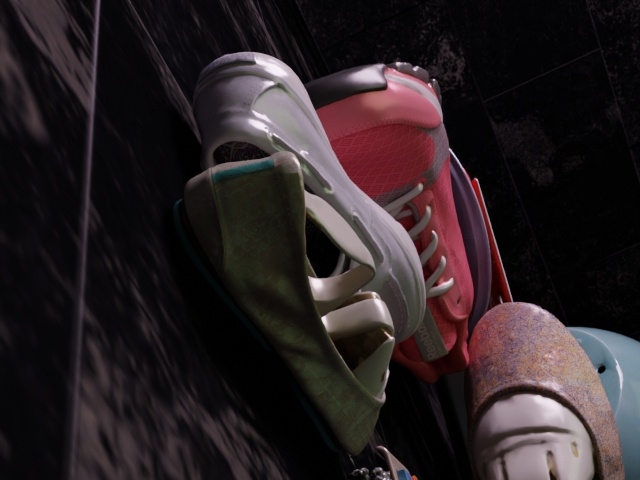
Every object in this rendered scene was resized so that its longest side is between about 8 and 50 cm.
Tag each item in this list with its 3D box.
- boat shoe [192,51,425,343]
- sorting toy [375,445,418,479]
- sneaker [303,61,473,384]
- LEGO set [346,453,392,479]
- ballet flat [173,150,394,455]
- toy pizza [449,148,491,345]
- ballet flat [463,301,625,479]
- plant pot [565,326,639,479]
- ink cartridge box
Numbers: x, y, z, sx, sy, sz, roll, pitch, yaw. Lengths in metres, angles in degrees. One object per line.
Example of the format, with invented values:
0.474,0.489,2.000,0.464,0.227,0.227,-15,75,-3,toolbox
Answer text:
0.000,0.000,0.477,0.063,0.066,0.184,-88,159,-45,boat shoe
0.055,0.149,0.586,0.083,0.012,0.062,54,13,-62,sorting toy
0.054,0.003,0.674,0.314,0.116,0.136,55,14,-63,sneaker
0.028,0.106,0.469,0.054,0.023,0.083,56,12,-59,LEGO set
0.002,0.030,0.399,0.168,0.052,0.057,59,8,-49,ballet flat
0.085,-0.004,0.879,0.201,0.032,0.201,36,-47,52,toy pizza
0.160,0.198,0.722,0.106,0.107,0.316,2,74,-70,ballet flat
0.291,0.231,1.138,0.235,0.293,0.293,42,18,-34,plant pot
0.132,0.100,0.929,0.239,0.060,0.275,75,0,-83,ink cartridge box
